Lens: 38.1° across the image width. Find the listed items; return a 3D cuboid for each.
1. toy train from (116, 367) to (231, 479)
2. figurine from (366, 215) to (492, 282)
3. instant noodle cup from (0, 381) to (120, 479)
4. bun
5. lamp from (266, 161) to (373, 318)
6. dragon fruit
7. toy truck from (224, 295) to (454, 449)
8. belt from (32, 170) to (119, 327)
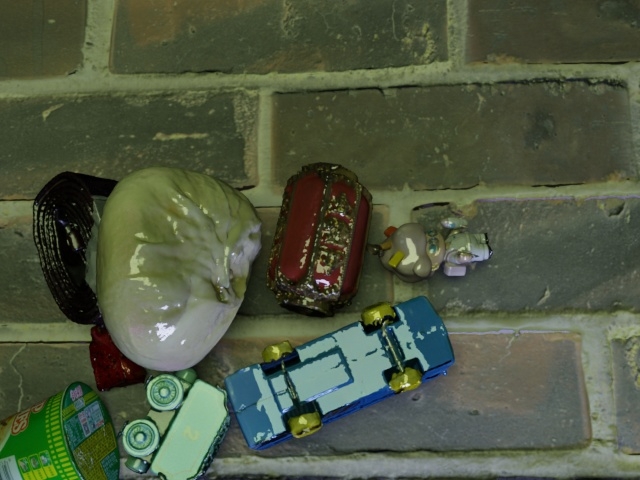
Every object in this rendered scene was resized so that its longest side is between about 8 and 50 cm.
[{"bbox_3d":[-0.249,0.327,1.627,0.163,0.112,0.203,26,79,5],"label":"toy train"},{"bbox_3d":[0.194,0.018,1.681,0.229,0.112,0.137,-4,46,-3],"label":"figurine"},{"bbox_3d":[-0.494,0.377,1.595,0.233,0.207,0.207,-20,74,6],"label":"instant noodle cup"},{"bbox_3d":[-0.227,0.040,1.580,0.213,0.361,0.361,-2,72,31],"label":"bun"},{"bbox_3d":[0.000,0.000,1.663,0.177,0.177,0.273,8,75,7],"label":"lamp"},{"bbox_3d":[-0.381,0.206,1.692,0.097,0.063,0.131,-18,74,-1],"label":"dragon fruit"},{"bbox_3d":[0.034,0.228,1.603,0.385,0.162,0.161,-23,73,-3],"label":"toy truck"},{"bbox_3d":[-0.405,0.017,1.702,0.184,0.164,0.289,-26,74,25],"label":"belt"}]
